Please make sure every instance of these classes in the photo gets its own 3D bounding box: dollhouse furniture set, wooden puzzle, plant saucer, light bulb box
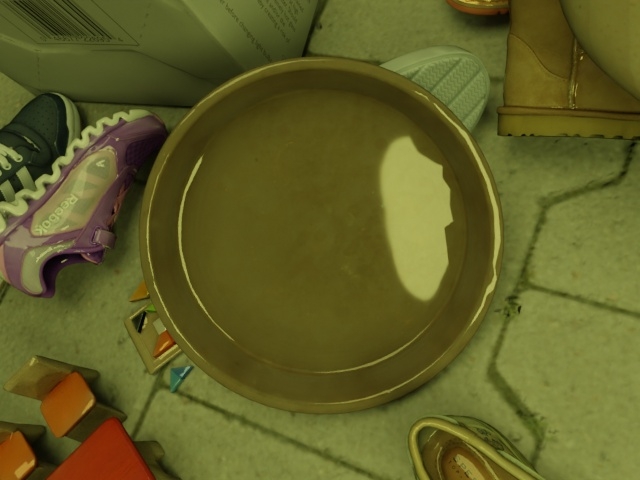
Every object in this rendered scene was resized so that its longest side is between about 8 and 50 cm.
[{"bbox_3d":[-0.237,0.259,0.572,0.259,0.135,0.262,-46,60,0],"label":"dollhouse furniture set"},{"bbox_3d":[-0.150,0.080,0.679,0.078,0.014,0.116,-45,60,1],"label":"wooden puzzle"},{"bbox_3d":[0.000,0.000,0.556,0.278,0.041,0.277,0,101,2],"label":"plant saucer"},{"bbox_3d":[-0.184,-0.350,0.746,0.358,0.225,0.360,8,74,26],"label":"light bulb box"}]

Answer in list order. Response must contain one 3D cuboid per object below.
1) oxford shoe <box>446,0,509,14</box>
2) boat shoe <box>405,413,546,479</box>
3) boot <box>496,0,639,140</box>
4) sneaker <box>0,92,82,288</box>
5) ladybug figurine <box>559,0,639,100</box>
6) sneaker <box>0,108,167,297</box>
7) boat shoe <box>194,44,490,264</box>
[{"bbox_3d":[0.259,-0.320,0.597,0.364,0.133,0.129,-27,62,11],"label":"oxford shoe"},{"bbox_3d":[0.156,0.226,0.445,0.104,0.089,0.285,-48,60,-1],"label":"boat shoe"},{"bbox_3d":[0.237,-0.208,0.516,0.236,0.089,0.269,5,103,25],"label":"boot"},{"bbox_3d":[-0.368,-0.057,0.746,0.099,0.153,0.282,20,78,28],"label":"sneaker"},{"bbox_3d":[0.354,-0.179,0.347,0.450,0.162,0.304,-1,71,11],"label":"ladybug figurine"},{"bbox_3d":[-0.237,-0.032,0.722,0.104,0.095,0.236,44,78,7],"label":"sneaker"},{"bbox_3d":[0.004,-0.072,0.623,0.302,0.109,0.094,-35,34,3],"label":"boat shoe"}]
